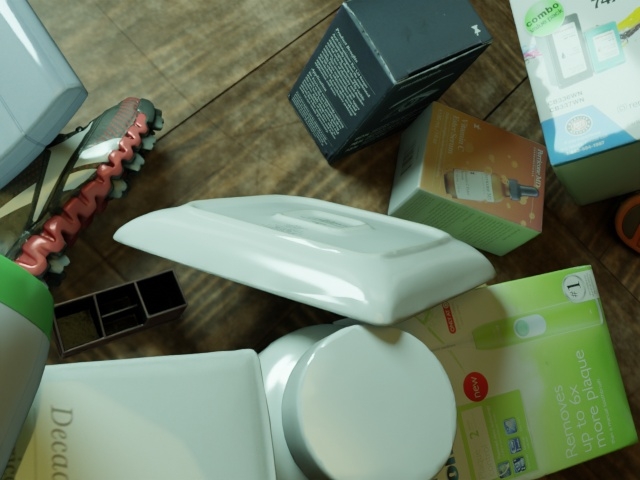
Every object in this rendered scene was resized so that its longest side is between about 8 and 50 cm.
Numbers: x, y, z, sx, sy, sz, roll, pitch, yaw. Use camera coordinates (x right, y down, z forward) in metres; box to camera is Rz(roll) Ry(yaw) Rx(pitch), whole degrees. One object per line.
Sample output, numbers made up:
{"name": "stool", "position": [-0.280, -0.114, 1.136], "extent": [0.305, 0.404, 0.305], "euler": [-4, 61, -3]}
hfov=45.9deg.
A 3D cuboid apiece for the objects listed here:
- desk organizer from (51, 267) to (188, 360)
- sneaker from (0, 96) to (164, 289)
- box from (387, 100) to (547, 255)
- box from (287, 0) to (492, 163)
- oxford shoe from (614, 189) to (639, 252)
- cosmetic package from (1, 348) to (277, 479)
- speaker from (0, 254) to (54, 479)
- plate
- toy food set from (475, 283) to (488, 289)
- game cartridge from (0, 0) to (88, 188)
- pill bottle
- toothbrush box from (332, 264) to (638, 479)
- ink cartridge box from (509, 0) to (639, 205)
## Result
{"name": "desk organizer", "position": [-0.204, 0.073, 0.765], "extent": [0.130, 0.050, 0.047], "euler": [-18, 77, -27]}
{"name": "sneaker", "position": [-0.270, -0.062, 0.765], "extent": [0.135, 0.098, 0.276], "euler": [35, 62, -8]}
{"name": "box", "position": [0.187, -0.075, 0.956], "extent": [0.171, 0.091, 0.130], "euler": [18, 64, -14]}
{"name": "box", "position": [0.075, -0.201, 0.895], "extent": [0.153, 0.207, 0.108], "euler": [-28, 82, -28]}
{"name": "oxford shoe", "position": [0.583, -0.034, 1.103], "extent": [0.364, 0.129, 0.132], "euler": [6, 35, -12]}
{"name": "cosmetic package", "position": [-0.251, 0.279, 0.506], "extent": [0.394, 0.329, 0.327], "euler": [-1, 69, -23]}
{"name": "speaker", "position": [-0.220, 0.141, 0.315], "extent": [0.131, 0.131, 0.296], "euler": [21, 62, -13]}
{"name": "plate", "position": [0.000, 0.000, 0.712], "extent": [0.278, 0.277, 0.045], "euler": [-11, 114, -59]}
{"name": "toy food set", "position": [0.178, 0.078, 0.932], "extent": [0.083, 0.020, 0.082], "euler": [-4, 72, -23]}
{"name": "game cartridge", "position": [-0.371, -0.110, 0.678], "extent": [0.294, 0.060, 0.196], "euler": [-35, 87, -1]}
{"name": "pill bottle", "position": [-0.008, 0.169, 0.660], "extent": [0.169, 0.301, 0.169], "euler": [7, 68, -18]}
{"name": "toothbrush box", "position": [0.181, 0.156, 0.833], "extent": [0.283, 0.122, 0.206], "euler": [-9, 82, -23]}
{"name": "ink cartridge box", "position": [0.387, -0.219, 0.991], "extent": [0.197, 0.198, 0.269], "euler": [25, 52, -58]}
